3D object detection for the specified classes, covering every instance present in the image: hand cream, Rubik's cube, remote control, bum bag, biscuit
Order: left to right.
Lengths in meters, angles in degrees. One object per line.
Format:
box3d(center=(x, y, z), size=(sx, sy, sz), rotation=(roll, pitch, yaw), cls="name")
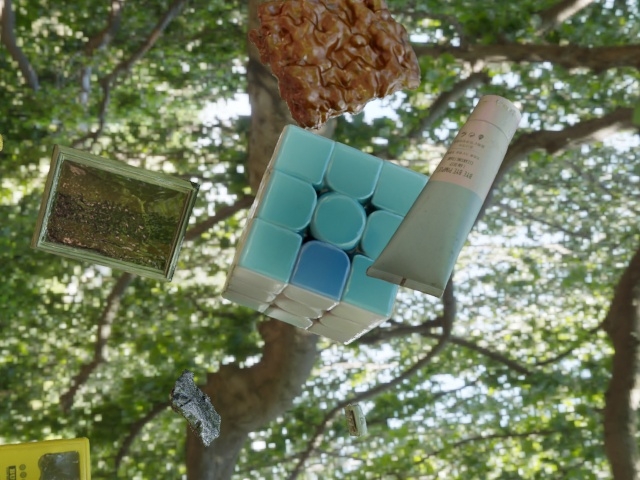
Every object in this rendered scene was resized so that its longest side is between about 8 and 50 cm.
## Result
box3d(center=(-0.275, 0.370, 1.692), size=(0.087, 0.049, 0.198), rotation=(-71, 144, -46), cls="bum bag")
box3d(center=(0.000, 0.000, 1.482), size=(0.291, 0.290, 0.292), rotation=(131, -20, -70), cls="Rubik's cube")
box3d(center=(0.029, -0.404, 1.622), size=(0.318, 0.312, 0.110), rotation=(61, -21, 8), cls="biscuit")
box3d(center=(0.072, 0.361, 1.566), size=(0.166, 0.029, 0.065), rotation=(110, -31, -75), cls="remote control")
box3d(center=(0.182, -0.059, 1.045), size=(0.312, 0.111, 0.070), rotation=(-58, 146, -20), cls="hand cream")

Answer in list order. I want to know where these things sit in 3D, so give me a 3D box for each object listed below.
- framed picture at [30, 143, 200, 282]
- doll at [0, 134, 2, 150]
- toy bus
box3d(center=(-0.357, -0.041, 1.348), size=(0.014, 0.252, 0.197), rotation=(-116, -137, -68), cls="framed picture")
box3d(center=(-0.939, -0.218, 1.943), size=(0.145, 0.316, 0.103), rotation=(-59, 135, -52), cls="doll")
box3d(center=(-0.565, 0.415, 1.322), size=(0.152, 0.330, 0.144), rotation=(135, -50, -58), cls="toy bus")
